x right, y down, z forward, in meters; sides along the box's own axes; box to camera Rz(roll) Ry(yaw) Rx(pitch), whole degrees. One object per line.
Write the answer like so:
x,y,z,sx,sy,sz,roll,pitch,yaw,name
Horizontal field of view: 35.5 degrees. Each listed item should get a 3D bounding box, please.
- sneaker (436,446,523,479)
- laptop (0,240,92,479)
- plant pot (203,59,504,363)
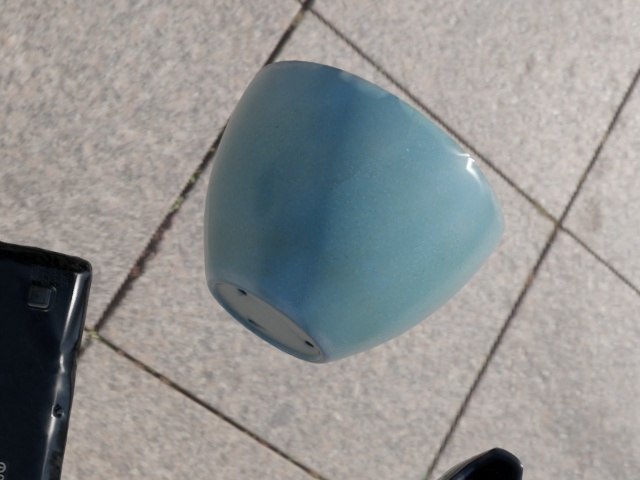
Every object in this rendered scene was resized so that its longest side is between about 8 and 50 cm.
0.101,0.305,0.891,0.108,0.121,0.302,30,46,5,sneaker
-0.244,0.104,0.364,0.264,0.136,0.234,12,74,-25,laptop
0.000,0.000,0.954,0.290,0.290,0.195,42,69,-19,plant pot
